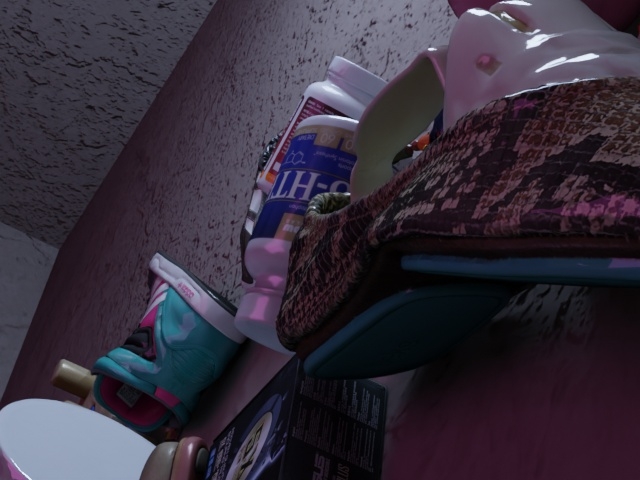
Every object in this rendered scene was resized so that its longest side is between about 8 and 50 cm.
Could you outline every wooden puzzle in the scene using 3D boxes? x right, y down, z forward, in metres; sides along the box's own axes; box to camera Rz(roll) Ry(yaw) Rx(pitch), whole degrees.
[{"bbox_3d":[-0.163,0.205,1.378,0.049,0.006,0.083,-24,41,65],"label":"wooden puzzle"}]

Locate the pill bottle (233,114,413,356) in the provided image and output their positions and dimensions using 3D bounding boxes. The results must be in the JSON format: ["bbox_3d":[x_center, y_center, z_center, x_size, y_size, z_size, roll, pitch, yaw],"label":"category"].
[{"bbox_3d":[0.000,0.000,1.011,0.112,0.112,0.186,-25,42,65],"label":"pill bottle"}]

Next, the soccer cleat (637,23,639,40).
[{"bbox_3d":[0.184,-0.079,0.681,0.196,0.068,0.076,-23,71,56],"label":"soccer cleat"}]

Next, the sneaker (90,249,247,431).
[{"bbox_3d":[-0.180,0.122,1.363,0.178,0.124,0.295,-52,17,-4],"label":"sneaker"}]

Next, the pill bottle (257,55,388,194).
[{"bbox_3d":[0.008,-0.100,1.191,0.152,0.086,0.086,-62,16,4],"label":"pill bottle"}]

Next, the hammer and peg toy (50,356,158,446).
[{"bbox_3d":[-0.323,0.272,1.544,0.265,0.127,0.361,-62,16,3],"label":"hammer and peg toy"}]

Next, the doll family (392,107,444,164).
[{"bbox_3d":[0.098,-0.068,0.891,0.111,0.076,0.193,-63,19,-19],"label":"doll family"}]

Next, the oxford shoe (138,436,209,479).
[{"bbox_3d":[-0.175,0.311,0.922,0.123,0.130,0.348,64,-140,-70],"label":"oxford shoe"}]

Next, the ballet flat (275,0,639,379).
[{"bbox_3d":[0.087,-0.030,0.667,0.483,0.164,0.182,153,116,-66],"label":"ballet flat"}]

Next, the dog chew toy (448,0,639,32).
[{"bbox_3d":[0.144,-0.242,0.791,0.206,0.207,0.331,-49,23,39],"label":"dog chew toy"}]

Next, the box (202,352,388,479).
[{"bbox_3d":[-0.028,0.193,0.858,0.147,0.078,0.180,-48,22,40],"label":"box"}]

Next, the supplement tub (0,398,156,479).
[{"bbox_3d":[-0.275,0.337,1.097,0.331,0.241,0.241,-59,17,11],"label":"supplement tub"}]

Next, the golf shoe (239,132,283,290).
[{"bbox_3d":[-0.052,-0.031,1.284,0.094,0.077,0.198,-48,21,43],"label":"golf shoe"}]
